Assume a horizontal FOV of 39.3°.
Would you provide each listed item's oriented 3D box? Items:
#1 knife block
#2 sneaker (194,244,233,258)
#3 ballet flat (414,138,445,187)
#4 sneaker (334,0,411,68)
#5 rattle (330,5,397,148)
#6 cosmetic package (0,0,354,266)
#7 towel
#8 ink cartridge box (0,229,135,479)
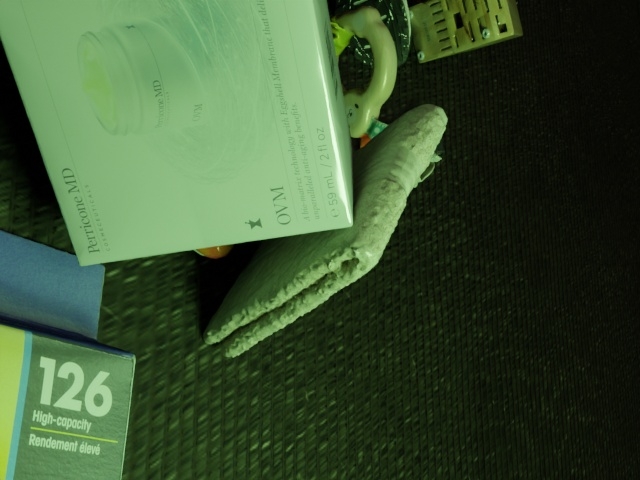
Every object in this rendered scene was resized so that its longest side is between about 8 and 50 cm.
[{"bbox_3d":[0.268,-0.347,1.368,0.242,0.275,0.088,-20,99,-26],"label":"knife block"},{"bbox_3d":[-0.119,-0.068,0.853,0.064,0.067,0.175,-14,87,-22],"label":"sneaker"},{"bbox_3d":[0.122,-0.108,1.230,0.203,0.074,0.074,-38,112,-56],"label":"ballet flat"},{"bbox_3d":[0.059,-0.358,1.183,0.108,0.100,0.271,-48,120,-56],"label":"sneaker"},{"bbox_3d":[0.022,-0.175,1.058,0.143,0.130,0.200,-7,92,-59],"label":"rattle"},{"bbox_3d":[-0.101,-0.119,0.699,0.138,0.224,0.224,-84,164,-62],"label":"cosmetic package"},{"bbox_3d":[0.000,0.000,0.838,0.049,0.282,0.187,38,53,-13],"label":"towel"},{"bbox_3d":[-0.258,0.121,0.608,0.303,0.072,0.307,25,62,-50],"label":"ink cartridge box"}]
